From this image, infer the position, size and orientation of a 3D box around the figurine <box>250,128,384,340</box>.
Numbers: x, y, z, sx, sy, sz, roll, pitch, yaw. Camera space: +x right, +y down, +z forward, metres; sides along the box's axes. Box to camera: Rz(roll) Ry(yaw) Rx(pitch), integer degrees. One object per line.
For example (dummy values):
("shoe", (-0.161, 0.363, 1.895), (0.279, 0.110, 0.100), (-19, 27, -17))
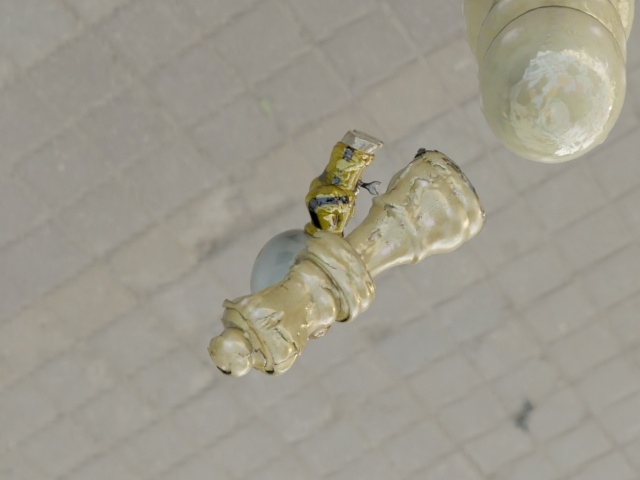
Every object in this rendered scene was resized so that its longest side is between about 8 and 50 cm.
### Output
("figurine", (0.000, -0.001, 1.053), (0.068, 0.101, 0.143), (24, 124, 7))

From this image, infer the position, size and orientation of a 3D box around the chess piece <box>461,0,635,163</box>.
("chess piece", (0.197, -0.166, 1.377), (0.167, 0.300, 0.167), (2, 116, 4))

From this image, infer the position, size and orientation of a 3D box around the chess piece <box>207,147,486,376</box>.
("chess piece", (0.010, 0.018, 0.885), (0.172, 0.060, 0.060), (-35, 138, -25))
